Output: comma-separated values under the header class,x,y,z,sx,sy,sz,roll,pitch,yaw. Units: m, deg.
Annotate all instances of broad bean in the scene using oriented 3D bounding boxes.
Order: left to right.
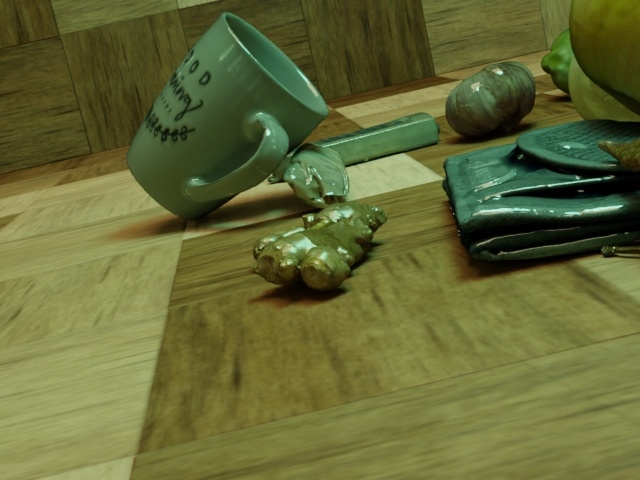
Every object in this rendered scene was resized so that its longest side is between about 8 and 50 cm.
class,x,y,z,sx,sy,sz,roll,pitch,yaw
broad bean,0.524,-0.319,1.727,0.291,0.119,0.238,-10,3,3

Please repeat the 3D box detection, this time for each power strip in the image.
class,x,y,z,sx,sy,sz,roll,pitch,yaw
power strip,0.051,-0.143,1.577,0.285,0.048,0.080,-17,12,-12

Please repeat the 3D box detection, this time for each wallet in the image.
class,x,y,z,sx,sy,sz,roll,pitch,yaw
wallet,0.236,-0.062,0.950,0.237,0.075,0.342,-8,12,6

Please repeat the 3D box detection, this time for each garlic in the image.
class,x,y,z,sx,sy,sz,roll,pitch,yaw
garlic,0.258,-0.208,1.532,0.147,0.102,0.159,-28,2,-5

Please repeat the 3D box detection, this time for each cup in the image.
class,x,y,z,sx,sy,sz,roll,pitch,yaw
cup,-0.123,-0.130,1.307,0.234,0.186,0.258,-46,33,14

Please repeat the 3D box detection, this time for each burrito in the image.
class,x,y,z,sx,sy,sz,roll,pitch,yaw
burrito,-0.002,-0.091,1.344,0.082,0.059,0.275,31,10,-4

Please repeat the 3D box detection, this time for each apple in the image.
class,x,y,z,sx,sy,sz,roll,pitch,yaw
apple,0.389,-0.223,1.015,0.233,0.286,0.286,-56,9,13

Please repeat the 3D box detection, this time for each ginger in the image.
class,x,y,z,sx,sy,sz,roll,pitch,yaw
ginger,0.000,0.000,0.945,0.176,0.053,0.193,-27,17,-33

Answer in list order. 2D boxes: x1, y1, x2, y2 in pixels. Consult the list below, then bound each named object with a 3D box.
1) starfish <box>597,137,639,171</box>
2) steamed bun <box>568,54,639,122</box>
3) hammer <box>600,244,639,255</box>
class,x,y,z,sx,sy,sz,roll,pitch,yaw
starfish,0.293,-0.069,0.676,0.299,0.060,0.302,-19,25,39
steamed bun,0.457,-0.237,1.291,0.232,0.166,0.273,-21,14,-30
hammer,0.254,0.008,0.739,0.029,0.014,0.123,-10,7,-34
